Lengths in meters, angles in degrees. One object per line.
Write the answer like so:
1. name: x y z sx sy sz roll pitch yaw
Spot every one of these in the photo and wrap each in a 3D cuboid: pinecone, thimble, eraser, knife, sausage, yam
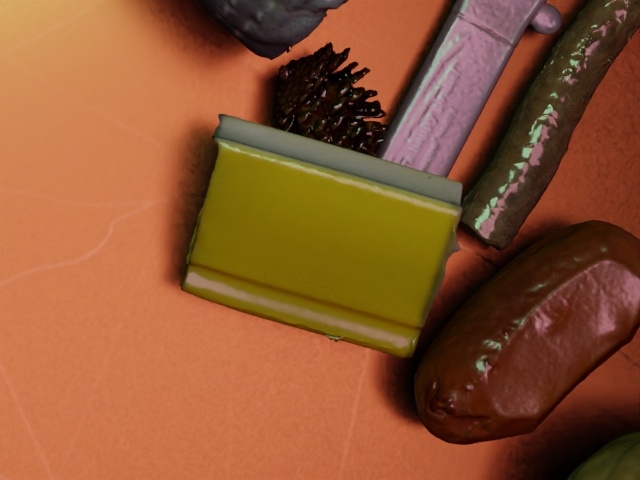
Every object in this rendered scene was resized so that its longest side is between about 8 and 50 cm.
1. pinecone: 0.006 -0.111 1.590 0.102 0.102 0.109 -27 87 -12
2. thimble: -0.037 -0.264 1.506 0.205 0.236 0.172 -43 102 -15
3. eraser: 0.000 0.000 1.562 0.226 0.069 0.158 16 115 -2
4. knife: 0.102 -0.111 1.648 0.132 0.038 0.399 28 87 -10
5. sausage: 0.189 0.081 1.631 0.258 0.133 0.133 -42 101 -12
6. yam: 0.218 -0.126 1.662 0.066 0.066 0.300 33 84 -13

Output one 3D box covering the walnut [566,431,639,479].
1. walnut: 0.342 0.306 1.612 0.276 0.253 0.282 -2 89 -20
